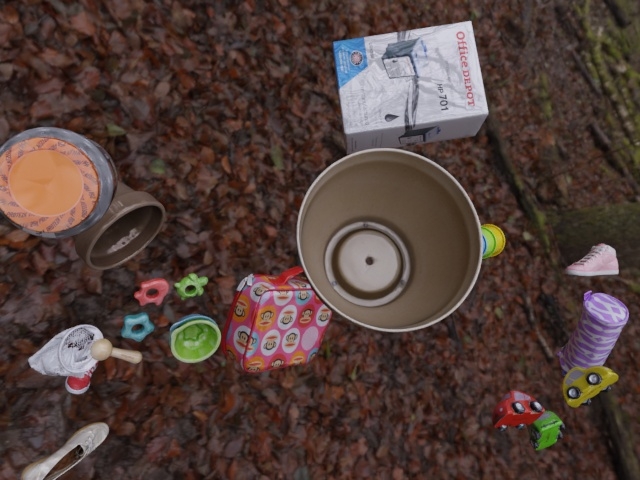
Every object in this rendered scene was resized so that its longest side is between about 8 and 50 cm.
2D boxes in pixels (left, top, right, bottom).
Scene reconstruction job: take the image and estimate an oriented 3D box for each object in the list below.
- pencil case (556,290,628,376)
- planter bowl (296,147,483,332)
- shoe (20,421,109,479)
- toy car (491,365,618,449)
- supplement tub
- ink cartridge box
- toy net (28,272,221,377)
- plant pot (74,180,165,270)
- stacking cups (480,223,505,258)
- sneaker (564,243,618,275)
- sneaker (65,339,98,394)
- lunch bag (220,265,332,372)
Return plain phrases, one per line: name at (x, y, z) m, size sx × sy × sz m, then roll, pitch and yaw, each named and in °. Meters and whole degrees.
pencil case at (0.566, 0.204, 1.037) m, size 0.086 × 0.206 × 0.088 m, roll -18°, pitch 44°, yaw -21°
planter bowl at (0.054, 0.009, 0.470) m, size 0.161 × 0.109 × 0.162 m, roll 2°, pitch 75°, yaw -6°
shoe at (-0.623, 0.539, 1.237) m, size 0.219 × 0.058 × 0.077 m, roll -30°, pitch 124°, yaw -46°
toy car at (0.420, 0.322, 0.927) m, size 0.053 × 0.238 × 0.225 m, roll -113°, pitch -174°, yaw -46°
supplement tub at (-0.487, -0.111, 0.927) m, size 0.193 × 0.316 × 0.194 m, roll -4°, pitch 101°, yaw -19°
ink cartridge box at (0.119, -0.209, 0.687) m, size 0.082 × 0.190 × 0.140 m, roll 59°, pitch 23°, yaw -79°
toy net at (-0.250, 0.122, 0.637) m, size 0.232 × 0.045 × 0.122 m, roll -14°, pitch 122°, yaw -22°
plant pot at (-0.617, -0.085, 1.410) m, size 0.229 × 0.263 × 0.263 m, roll 44°, pitch 36°, yaw 11°
stacking cups at (0.388, 0.014, 1.286) m, size 0.316 × 0.096 × 0.096 m, roll -9°, pitch 81°, yaw -54°
sneaker at (0.596, 0.043, 1.090) m, size 0.134 × 0.051 × 0.070 m, roll -2°, pitch 91°, yaw -17°
sneaker at (-0.431, 0.227, 0.913) m, size 0.042 × 0.067 × 0.118 m, roll 25°, pitch 12°, yaw -17°
lunch bag at (-0.095, 0.189, 1.259) m, size 0.293 × 0.120 × 0.258 m, roll 9°, pitch 101°, yaw -50°
